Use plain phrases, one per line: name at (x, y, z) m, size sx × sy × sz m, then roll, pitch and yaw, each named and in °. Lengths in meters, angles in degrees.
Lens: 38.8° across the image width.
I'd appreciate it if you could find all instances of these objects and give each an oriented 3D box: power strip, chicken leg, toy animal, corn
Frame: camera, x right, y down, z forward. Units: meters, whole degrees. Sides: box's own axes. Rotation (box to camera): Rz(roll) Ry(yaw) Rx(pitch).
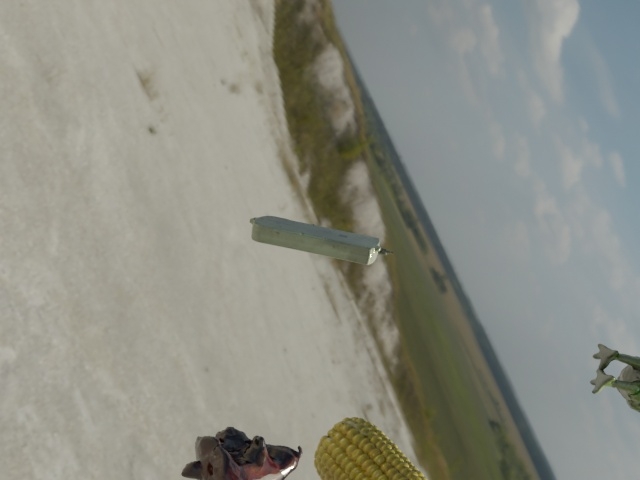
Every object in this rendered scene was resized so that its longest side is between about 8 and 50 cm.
power strip at (0.000, 0.000, 1.385) m, size 0.080 × 0.226 × 0.029 m, roll -42°, pitch 143°, yaw -71°
chicken leg at (-0.020, 0.346, 0.742) m, size 0.407 × 0.096 × 0.158 m, roll 65°, pitch 30°, yaw -6°
toy animal at (0.233, 0.093, 0.625) m, size 0.217 × 0.075 × 0.041 m, roll 97°, pitch 7°, yaw -74°
corn at (0.090, 0.300, 1.013) m, size 0.244 × 0.093 × 0.093 m, roll 42°, pitch -7°, yaw 31°
